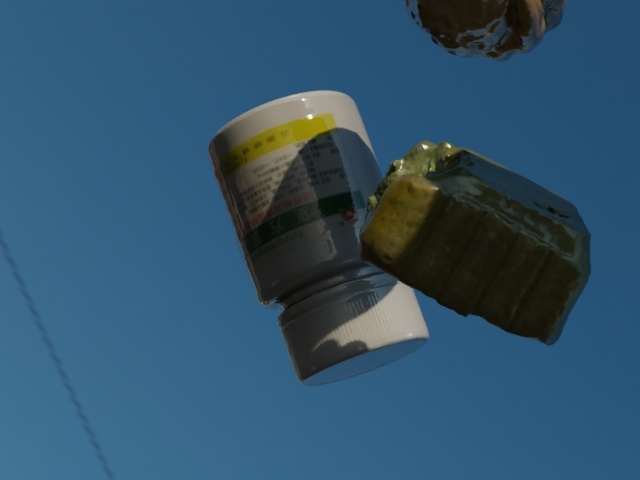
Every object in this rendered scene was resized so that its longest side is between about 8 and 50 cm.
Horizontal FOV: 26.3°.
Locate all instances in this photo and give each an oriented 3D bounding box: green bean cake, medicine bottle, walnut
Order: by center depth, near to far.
[{"bbox_3d":[0.158,-0.010,1.403,0.233,0.236,0.124,26,-76,-2],"label":"green bean cake"},{"bbox_3d":[0.182,-0.295,1.496,0.198,0.198,0.245,34,-7,17],"label":"walnut"},{"bbox_3d":[0.000,0.000,1.751,0.208,0.208,0.339,-38,-113,52],"label":"medicine bottle"}]
